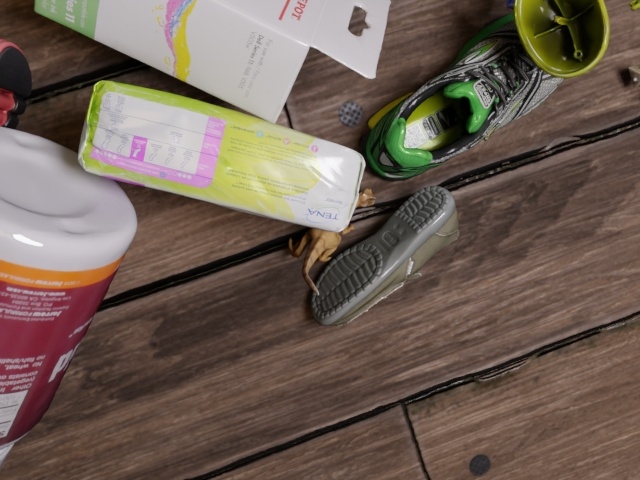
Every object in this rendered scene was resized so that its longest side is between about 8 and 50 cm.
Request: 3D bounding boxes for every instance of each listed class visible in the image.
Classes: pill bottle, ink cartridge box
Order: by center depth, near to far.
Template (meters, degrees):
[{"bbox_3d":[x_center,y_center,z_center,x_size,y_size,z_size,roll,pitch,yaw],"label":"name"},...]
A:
[{"bbox_3d":[-0.380,0.092,0.675,0.224,0.224,0.392,29,111,-11],"label":"pill bottle"},{"bbox_3d":[-0.106,-0.272,0.704,0.353,0.207,0.119,24,136,-10],"label":"ink cartridge box"}]

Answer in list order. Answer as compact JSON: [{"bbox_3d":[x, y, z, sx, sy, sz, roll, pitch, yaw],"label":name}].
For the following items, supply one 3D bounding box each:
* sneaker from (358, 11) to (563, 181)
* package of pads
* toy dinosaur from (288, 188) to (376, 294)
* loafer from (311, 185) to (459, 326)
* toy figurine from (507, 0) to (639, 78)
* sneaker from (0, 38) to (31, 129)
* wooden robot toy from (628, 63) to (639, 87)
[{"bbox_3d":[0.216,-0.188,0.803,0.343,0.146,0.134,-38,101,-3],"label":"sneaker"},{"bbox_3d":[-0.111,-0.097,0.724,0.296,0.229,0.101,13,96,-11],"label":"package of pads"},{"bbox_3d":[0.000,0.000,0.805,0.064,0.112,0.211,38,53,-4],"label":"toy dinosaur"},{"bbox_3d":[0.096,0.038,0.839,0.251,0.094,0.087,-40,128,10],"label":"loafer"},{"bbox_3d":[0.274,-0.381,0.746,0.191,0.217,0.363,-29,89,22],"label":"toy figurine"},{"bbox_3d":[-0.471,-0.109,0.746,0.136,0.116,0.314,23,90,3],"label":"sneaker"},{"bbox_3d":[0.517,-0.213,0.898,0.173,0.076,0.079,1,133,-9],"label":"wooden robot toy"}]
